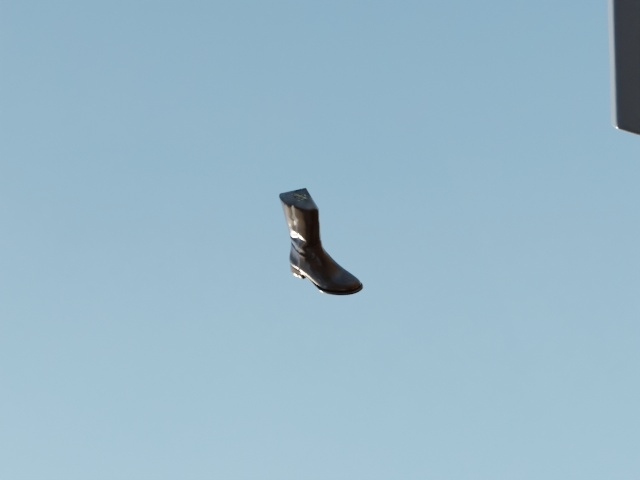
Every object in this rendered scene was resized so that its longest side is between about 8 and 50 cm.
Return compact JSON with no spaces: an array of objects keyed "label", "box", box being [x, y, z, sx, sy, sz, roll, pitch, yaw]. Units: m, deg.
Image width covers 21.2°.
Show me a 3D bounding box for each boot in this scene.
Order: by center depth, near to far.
[{"label":"boot","box":[0.000,0.000,1.929,0.037,0.106,0.114,-39,-44,-41]}]

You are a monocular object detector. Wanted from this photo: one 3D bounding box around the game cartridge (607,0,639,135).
[{"label":"game cartridge","box":[0.411,-0.181,1.562,0.294,0.060,0.196,-3,-79,3]}]
